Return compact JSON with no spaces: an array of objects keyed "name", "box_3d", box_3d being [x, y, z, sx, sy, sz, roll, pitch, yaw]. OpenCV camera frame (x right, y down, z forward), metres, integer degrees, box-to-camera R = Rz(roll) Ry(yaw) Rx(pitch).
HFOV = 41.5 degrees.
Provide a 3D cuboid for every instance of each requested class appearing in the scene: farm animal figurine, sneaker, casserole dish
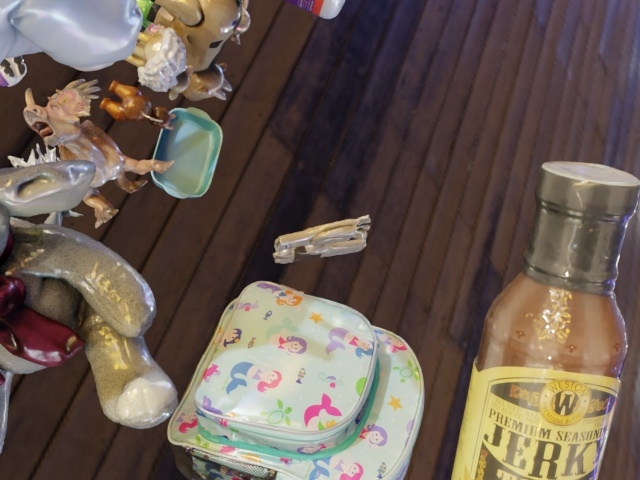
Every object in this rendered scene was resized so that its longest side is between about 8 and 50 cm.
[{"name":"farm animal figurine","box_3d":[-0.200,-0.322,1.360,0.172,0.327,0.330,27,68,-11]},{"name":"sneaker","box_3d":[-0.610,-0.363,1.557,0.068,0.071,0.170,-26,97,-49]},{"name":"casserole dish","box_3d":[-0.249,-0.157,1.556,0.114,0.037,0.188,20,64,-19]}]

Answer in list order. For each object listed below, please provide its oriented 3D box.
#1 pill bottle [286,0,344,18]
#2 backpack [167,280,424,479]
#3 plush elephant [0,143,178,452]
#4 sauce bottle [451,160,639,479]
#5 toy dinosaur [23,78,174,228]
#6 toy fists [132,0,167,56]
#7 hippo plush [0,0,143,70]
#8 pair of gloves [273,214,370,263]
[{"name":"pill bottle","box_3d":[-0.083,-0.586,1.693,0.323,0.181,0.181,24,57,-2]},{"name":"backpack","box_3d":[-0.015,0.177,0.920,0.191,0.254,0.225,101,11,-51]},{"name":"plush elephant","box_3d":[-0.304,0.036,0.748,0.255,0.272,0.330,35,47,-68]},{"name":"sauce bottle","box_3d":[0.165,0.114,0.638,0.111,0.111,0.344,-16,117,-52]},{"name":"toy dinosaur","box_3d":[-0.344,-0.136,1.233,0.127,0.296,0.200,-46,103,-19]},{"name":"toy fists","box_3d":[-0.296,-0.398,1.629,0.096,0.142,0.279,57,21,8]},{"name":"hippo plush","box_3d":[-0.270,-0.120,0.580,0.234,0.294,0.236,29,94,-44]},{"name":"pair of gloves","box_3d":[0.000,0.000,1.779,0.240,0.204,0.042,104,-25,-77]}]
